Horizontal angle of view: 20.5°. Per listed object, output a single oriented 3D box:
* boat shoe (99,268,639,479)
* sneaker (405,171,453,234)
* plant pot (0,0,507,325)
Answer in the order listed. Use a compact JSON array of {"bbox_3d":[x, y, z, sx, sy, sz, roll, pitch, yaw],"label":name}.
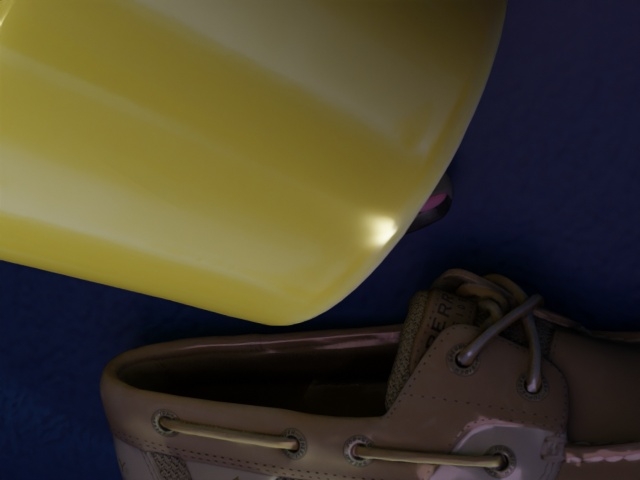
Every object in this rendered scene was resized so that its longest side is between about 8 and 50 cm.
[{"bbox_3d":[0.058,0.067,0.701,0.302,0.109,0.098,-8,112,16],"label":"boat shoe"},{"bbox_3d":[0.000,0.000,0.722,0.119,0.047,0.057,-15,130,13],"label":"sneaker"},{"bbox_3d":[-0.079,-0.091,0.599,0.239,0.254,0.254,28,112,-20],"label":"plant pot"}]
